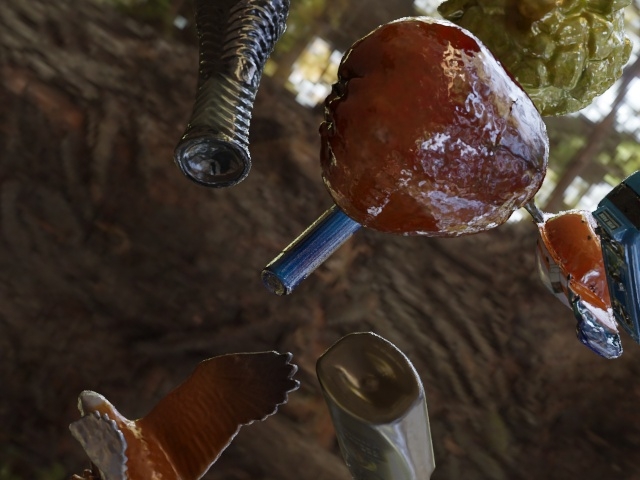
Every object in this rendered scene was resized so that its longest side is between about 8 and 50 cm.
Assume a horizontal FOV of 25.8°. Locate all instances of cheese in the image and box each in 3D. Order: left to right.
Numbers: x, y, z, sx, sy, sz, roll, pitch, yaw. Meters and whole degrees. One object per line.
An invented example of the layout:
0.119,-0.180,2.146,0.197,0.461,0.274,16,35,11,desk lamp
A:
0.434,0.060,2.283,0.129,0.217,0.329,-44,-156,27,cheese

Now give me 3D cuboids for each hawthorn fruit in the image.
0.126,-0.098,1.404,0.224,0.261,0.224,-62,-173,14,hawthorn fruit

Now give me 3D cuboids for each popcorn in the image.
0.263,-0.262,1.687,0.181,0.235,0.217,-33,156,-50,popcorn

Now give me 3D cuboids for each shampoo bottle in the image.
0.000,0.000,1.891,0.183,0.050,0.087,-43,180,-18,shampoo bottle
0.069,0.217,1.477,0.084,0.350,0.125,-40,-117,-15,shampoo bottle

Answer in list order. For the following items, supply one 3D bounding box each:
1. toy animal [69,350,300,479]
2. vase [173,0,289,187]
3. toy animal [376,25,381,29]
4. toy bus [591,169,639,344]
-0.147,0.279,1.463,0.225,0.284,0.302,-22,-176,-40,toy animal
-0.097,-0.165,1.465,0.115,0.115,0.237,-36,-145,40,vase
0.085,-0.157,1.910,0.176,0.255,0.239,-21,-169,10,toy animal
0.460,0.024,1.928,0.134,0.246,0.113,-26,-139,-7,toy bus
